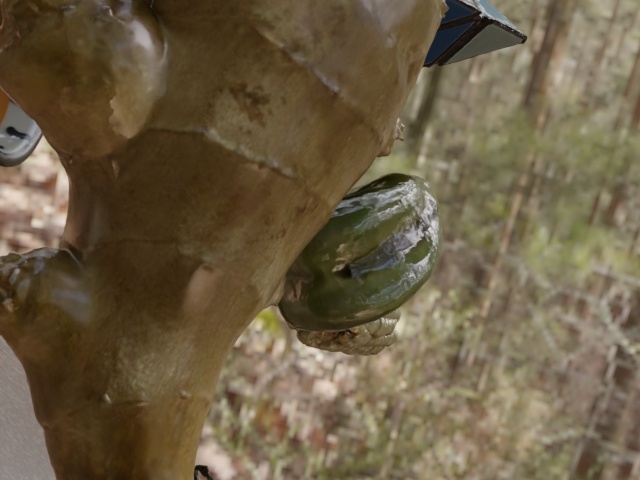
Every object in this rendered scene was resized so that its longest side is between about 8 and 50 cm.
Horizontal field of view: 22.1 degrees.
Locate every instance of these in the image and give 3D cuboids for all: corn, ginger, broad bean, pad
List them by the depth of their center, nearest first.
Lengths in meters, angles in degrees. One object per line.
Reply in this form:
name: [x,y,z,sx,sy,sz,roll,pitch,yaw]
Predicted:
ginger: [-0.072,-0.038,0.849,0.166,0.376,0.236,7,-25,35]
broad bean: [0.001,0.003,1.042,0.153,0.072,0.206,-22,11,-15]
corn: [0.027,0.054,1.366,0.087,0.087,0.211,22,0,17]
pad: [-0.243,0.147,1.371,0.002,0.266,0.176,-19,46,19]

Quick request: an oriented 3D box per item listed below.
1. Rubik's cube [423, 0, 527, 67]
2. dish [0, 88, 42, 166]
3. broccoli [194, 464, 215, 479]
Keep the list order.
Rubik's cube: [0.005,-0.192,1.314,0.284,0.250,0.234,48,-2,-6]
dish: [-0.345,-0.209,1.539,0.120,0.303,0.303,-1,23,12]
broccoli: [-0.224,0.307,1.691,0.177,0.199,0.274,-37,15,-36]
